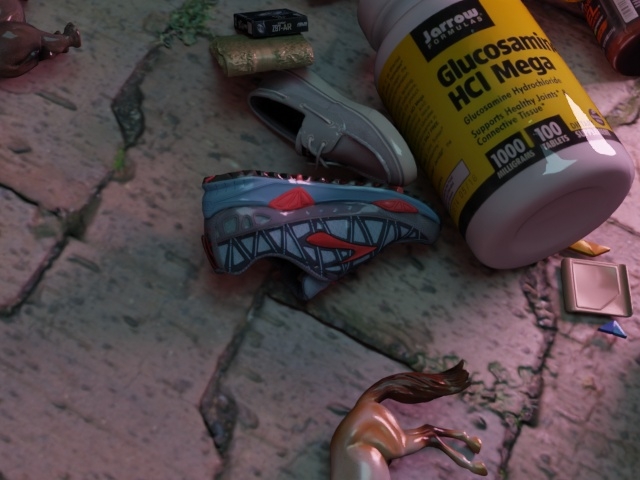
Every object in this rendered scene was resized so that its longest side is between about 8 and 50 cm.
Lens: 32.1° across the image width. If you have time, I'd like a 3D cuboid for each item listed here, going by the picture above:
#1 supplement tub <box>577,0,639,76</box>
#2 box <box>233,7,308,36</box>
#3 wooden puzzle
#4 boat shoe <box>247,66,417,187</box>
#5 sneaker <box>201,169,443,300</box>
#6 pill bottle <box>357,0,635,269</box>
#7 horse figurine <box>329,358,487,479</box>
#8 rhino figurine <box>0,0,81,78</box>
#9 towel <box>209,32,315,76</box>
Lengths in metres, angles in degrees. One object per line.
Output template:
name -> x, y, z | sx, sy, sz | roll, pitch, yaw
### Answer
supplement tub -> 0.376, -0.309, 1.389 | 0.106, 0.106, 0.198 | -8, 59, -16
box -> -0.058, -0.253, 1.287 | 0.067, 0.018, 0.083 | -9, 20, -16
wooden puzzle -> 0.296, 0.051, 1.194 | 0.079, 0.014, 0.116 | 10, 56, 0
boat shoe -> 0.006, -0.111, 1.188 | 0.081, 0.079, 0.227 | -34, 51, -22
sneaker -> 0.000, 0.000, 1.134 | 0.262, 0.104, 0.125 | 5, 89, -21
pill bottle -> 0.173, -0.151, 1.194 | 0.188, 0.188, 0.334 | -17, 62, -21
horse figurine -> 0.062, 0.222, 1.004 | 0.174, 0.066, 0.263 | 19, 58, -6
rhino figurine -> -0.371, -0.272, 1.234 | 0.106, 0.073, 0.243 | -27, 65, -29
towel -> -0.065, -0.210, 1.237 | 0.110, 0.027, 0.148 | -7, 19, -9
